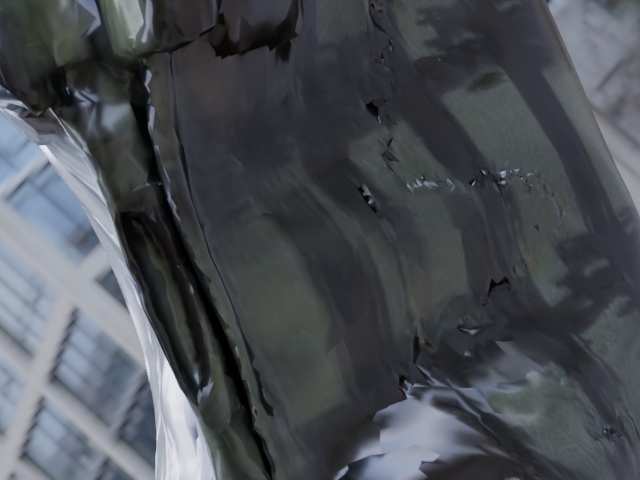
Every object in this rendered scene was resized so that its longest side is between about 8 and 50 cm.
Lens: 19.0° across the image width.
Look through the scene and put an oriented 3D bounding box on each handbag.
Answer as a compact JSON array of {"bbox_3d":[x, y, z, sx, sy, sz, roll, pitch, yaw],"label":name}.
[{"bbox_3d":[0.000,0.000,0.540,0.162,0.325,0.327,-22,0,13],"label":"handbag"}]
